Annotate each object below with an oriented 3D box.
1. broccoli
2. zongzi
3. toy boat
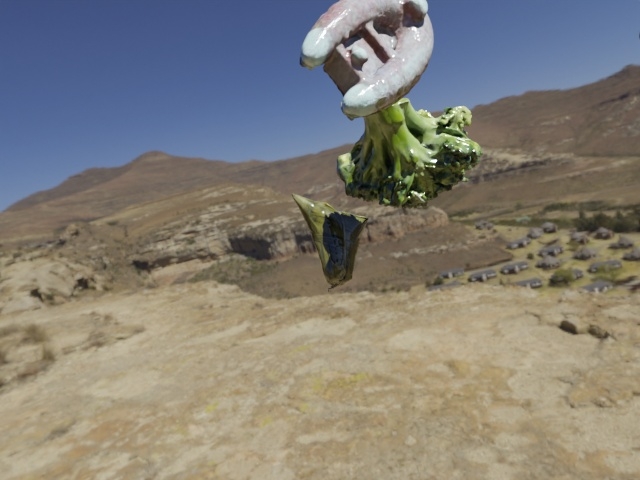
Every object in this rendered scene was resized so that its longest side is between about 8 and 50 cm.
[{"bbox_3d":[0.162,-0.197,0.974,0.289,0.245,0.247,-18,37,6],"label":"broccoli"},{"bbox_3d":[-0.001,0.003,1.176,0.205,0.204,0.094,24,-25,-19],"label":"zongzi"},{"bbox_3d":[0.080,-0.268,0.647,0.227,0.155,0.085,-46,6,-32],"label":"toy boat"}]
